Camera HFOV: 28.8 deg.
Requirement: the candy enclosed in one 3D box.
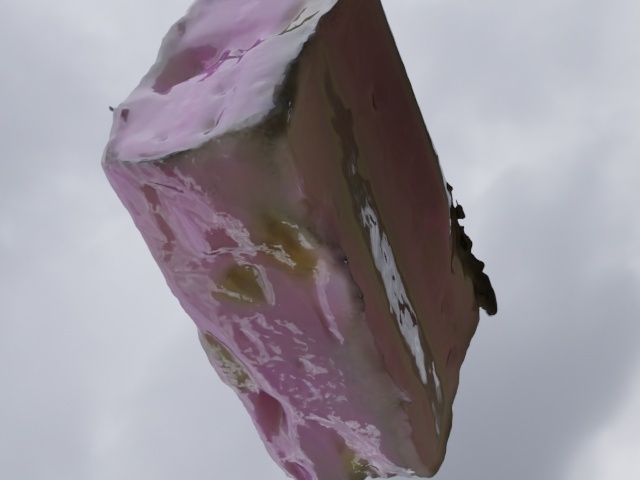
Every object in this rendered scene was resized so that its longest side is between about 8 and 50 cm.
[{"bbox_3d":[0.000,0.000,0.677,0.265,0.115,0.156,65,-144,-38],"label":"candy"}]
